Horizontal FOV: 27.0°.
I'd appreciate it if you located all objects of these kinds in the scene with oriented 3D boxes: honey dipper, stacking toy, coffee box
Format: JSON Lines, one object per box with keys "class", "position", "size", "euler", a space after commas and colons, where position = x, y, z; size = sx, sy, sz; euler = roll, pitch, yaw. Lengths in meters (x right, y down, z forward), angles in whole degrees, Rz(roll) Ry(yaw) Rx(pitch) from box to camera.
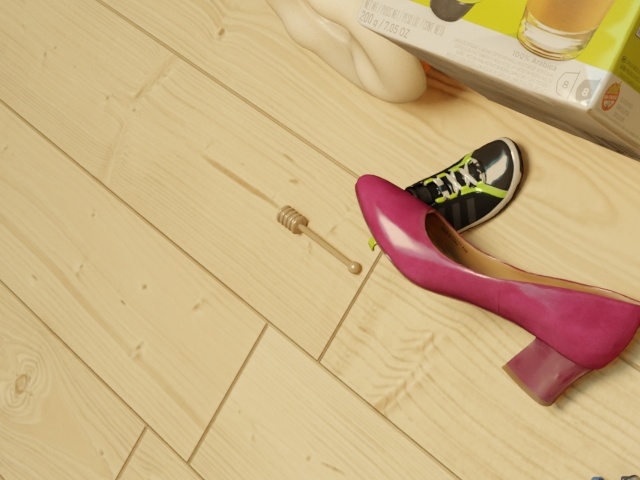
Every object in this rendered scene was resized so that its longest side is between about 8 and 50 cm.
{"class": "honey dipper", "position": [0.000, 0.000, 1.898], "size": [0.160, 0.030, 0.030], "euler": [36, 101, 33]}
{"class": "stacking toy", "position": [0.145, -0.450, 1.764], "size": [0.480, 0.350, 0.350], "euler": [-45, 55, -5]}
{"class": "coffee box", "position": [0.313, -0.307, 1.544], "size": [0.337, 0.338, 0.334], "euler": [28, 96, 36]}

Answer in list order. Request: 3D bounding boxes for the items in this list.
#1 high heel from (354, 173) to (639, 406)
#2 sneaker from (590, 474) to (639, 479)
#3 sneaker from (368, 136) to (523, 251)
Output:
{"class": "high heel", "position": [0.215, 0.015, 1.634], "size": [0.377, 0.127, 0.181], "euler": [44, 117, 5]}
{"class": "sneaker", "position": [0.366, 0.300, 1.547], "size": [0.135, 0.052, 0.058], "euler": [3, 77, 36]}
{"class": "sneaker", "position": [0.162, -0.050, 1.746], "size": [0.234, 0.097, 0.084], "euler": [-42, 59, 21]}
